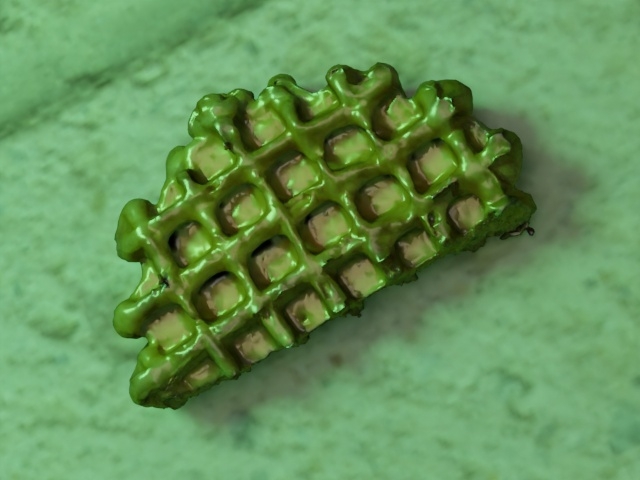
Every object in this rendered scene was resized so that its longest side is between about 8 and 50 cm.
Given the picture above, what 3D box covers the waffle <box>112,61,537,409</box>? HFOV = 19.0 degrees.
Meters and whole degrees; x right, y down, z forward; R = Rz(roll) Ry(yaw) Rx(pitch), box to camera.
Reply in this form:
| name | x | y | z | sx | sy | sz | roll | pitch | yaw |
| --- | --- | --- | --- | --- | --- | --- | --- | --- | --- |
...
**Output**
| name | x | y | z | sx | sy | sz | roll | pitch | yaw |
| --- | --- | --- | --- | --- | --- | --- | --- | --- | --- |
| waffle | 0.000 | 0.000 | 0.861 | 0.192 | 0.046 | 0.161 | 3 | 82 | 13 |
